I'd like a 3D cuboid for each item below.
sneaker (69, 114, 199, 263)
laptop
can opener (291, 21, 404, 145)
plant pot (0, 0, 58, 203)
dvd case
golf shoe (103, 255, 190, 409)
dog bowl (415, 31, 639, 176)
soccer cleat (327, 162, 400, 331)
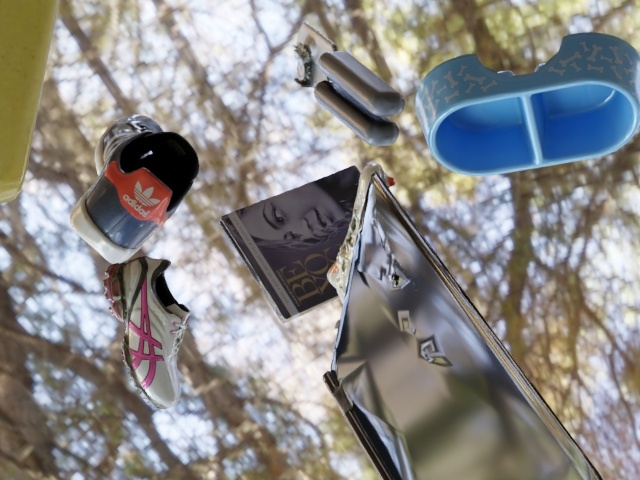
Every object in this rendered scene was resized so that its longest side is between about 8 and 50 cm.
[{"bbox_3d":[-0.222,-0.102,1.712,0.148,0.131,0.350,-42,-159,20],"label":"sneaker"},{"bbox_3d":[0.186,0.195,1.204,0.236,0.408,0.382,-49,-134,18],"label":"laptop"},{"bbox_3d":[0.036,-0.197,1.569,0.093,0.074,0.280,-3,-154,-21],"label":"can opener"},{"bbox_3d":[-0.185,-0.110,0.407,0.212,0.187,0.212,43,-58,59],"label":"plant pot"},{"bbox_3d":[0.000,0.000,1.687,0.221,0.018,0.165,-23,-110,-29],"label":"dvd case"},{"bbox_3d":[-0.192,0.110,1.515,0.086,0.186,0.067,-12,-169,16],"label":"golf shoe"},{"bbox_3d":[0.268,-0.164,1.627,0.297,0.166,0.074,-10,-133,13],"label":"dog bowl"},{"bbox_3d":[0.043,0.016,1.294,0.076,0.196,0.068,0,-153,8],"label":"soccer cleat"}]
